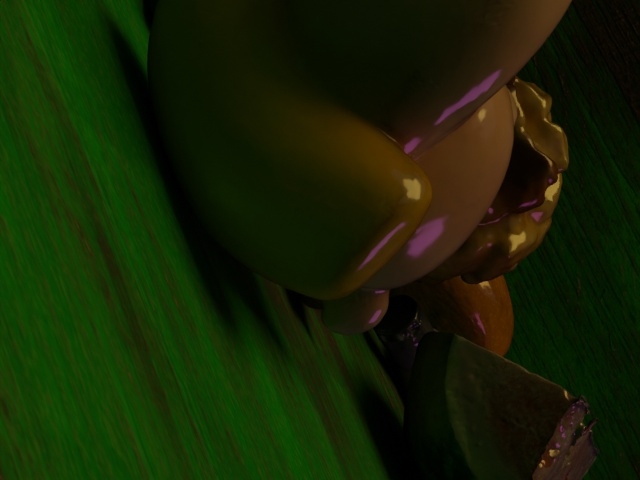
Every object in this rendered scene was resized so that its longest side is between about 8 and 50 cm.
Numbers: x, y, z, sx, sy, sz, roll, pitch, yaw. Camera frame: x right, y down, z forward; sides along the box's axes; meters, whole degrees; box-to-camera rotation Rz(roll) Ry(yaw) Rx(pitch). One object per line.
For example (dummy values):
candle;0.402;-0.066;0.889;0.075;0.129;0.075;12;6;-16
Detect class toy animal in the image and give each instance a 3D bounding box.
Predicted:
toy animal;0.035;-0.117;1.140;0.277;0.345;0.247;28;-2;33

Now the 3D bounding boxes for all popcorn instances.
popcorn;0.095;-0.062;1.613;0.332;0.265;0.225;8;-66;50

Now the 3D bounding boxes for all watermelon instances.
watermelon;0.173;0.194;1.453;0.305;0.180;0.224;48;31;-70

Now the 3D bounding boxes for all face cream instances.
face cream;0.134;0.165;1.701;0.291;0.071;0.144;56;10;-40

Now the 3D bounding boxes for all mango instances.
mango;0.126;0.005;1.942;0.359;0.144;0.187;60;5;-3

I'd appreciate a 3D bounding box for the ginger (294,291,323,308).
ginger;-0.002;-0.004;1.374;0.137;0.074;0.213;63;13;-5

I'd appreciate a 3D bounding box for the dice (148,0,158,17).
dice;-0.056;-0.188;1.339;0.146;0.146;0.143;59;10;-27
